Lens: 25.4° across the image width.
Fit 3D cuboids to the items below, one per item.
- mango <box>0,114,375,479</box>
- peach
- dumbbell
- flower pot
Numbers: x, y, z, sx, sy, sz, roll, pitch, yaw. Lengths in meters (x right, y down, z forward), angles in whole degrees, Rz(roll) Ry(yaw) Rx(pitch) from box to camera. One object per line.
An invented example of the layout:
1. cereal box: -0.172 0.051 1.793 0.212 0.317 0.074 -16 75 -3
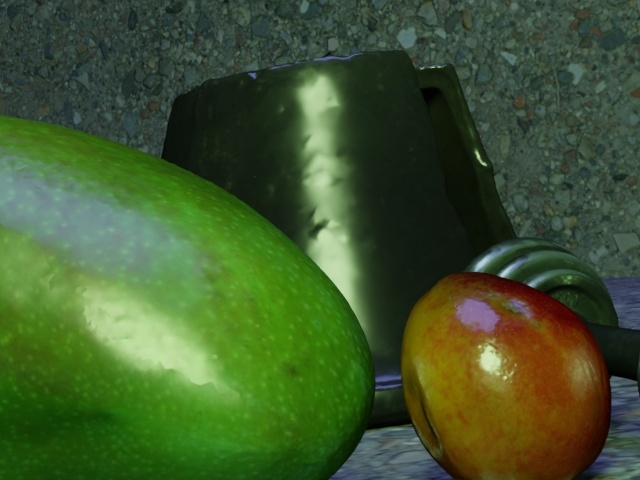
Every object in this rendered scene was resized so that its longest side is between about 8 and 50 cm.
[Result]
1. mango: -0.149 0.043 0.625 0.381 0.201 0.225 8 -6 33
2. peach: 0.082 0.062 0.645 0.100 0.101 0.101 -6 0 0
3. dumbbell: 0.156 0.058 0.722 0.110 0.110 0.254 -6 7 -28
4. flower pot: 0.000 0.000 1.069 0.379 0.251 0.379 -8 1 0
